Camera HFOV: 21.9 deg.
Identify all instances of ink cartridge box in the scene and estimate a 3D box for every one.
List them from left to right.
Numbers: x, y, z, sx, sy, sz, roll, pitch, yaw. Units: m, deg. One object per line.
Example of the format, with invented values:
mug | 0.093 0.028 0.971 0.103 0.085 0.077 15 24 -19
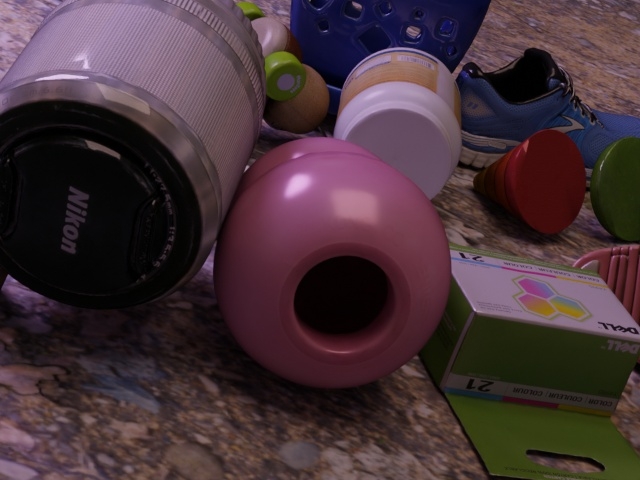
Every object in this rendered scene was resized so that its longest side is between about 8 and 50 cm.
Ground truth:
ink cartridge box | 0.209 0.116 1.526 0.189 0.097 0.255 10 25 -21

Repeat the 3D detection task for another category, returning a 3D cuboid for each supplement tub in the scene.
supplement tub | 0.089 -0.127 1.889 0.144 0.144 0.199 19 24 -3

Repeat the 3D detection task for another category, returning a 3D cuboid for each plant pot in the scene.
plant pot | 0.065 -0.264 2.060 0.236 0.212 0.236 18 18 -5

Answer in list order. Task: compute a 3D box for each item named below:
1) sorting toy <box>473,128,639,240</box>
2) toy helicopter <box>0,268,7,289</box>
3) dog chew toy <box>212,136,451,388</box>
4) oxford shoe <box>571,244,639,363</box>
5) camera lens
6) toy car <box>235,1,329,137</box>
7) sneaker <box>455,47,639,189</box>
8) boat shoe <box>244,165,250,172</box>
sorting toy | 0.324 -0.065 2.036 0.366 0.127 0.126 3 -1 -40
toy helicopter | -0.369 -0.070 1.485 0.235 0.140 0.355 5 37 -50
dog chew toy | 0.000 0.000 1.505 0.207 0.206 0.332 15 16 -12
oxford shoe | 0.442 0.098 1.756 0.397 0.140 0.146 14 -7 -2
camera lens | -0.170 -0.090 1.417 0.219 0.219 0.274 20 36 -1
toy car | -0.050 -0.157 1.921 0.188 0.149 0.155 38 12 -39
sneaker | 0.300 -0.160 2.123 0.330 0.147 0.130 5 28 -32
boat shoe | -0.164 -0.064 1.659 0.219 0.077 0.070 21 -17 -10
